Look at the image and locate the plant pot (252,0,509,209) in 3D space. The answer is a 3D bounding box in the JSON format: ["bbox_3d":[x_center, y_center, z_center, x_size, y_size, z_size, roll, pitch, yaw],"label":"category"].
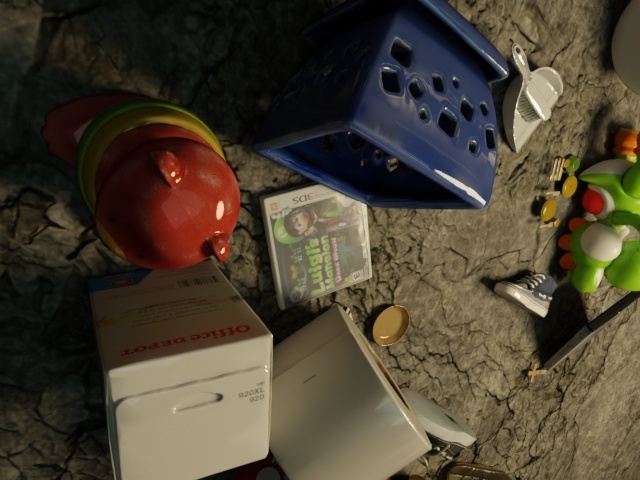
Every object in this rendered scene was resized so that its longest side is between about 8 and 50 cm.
[{"bbox_3d":[0.083,-0.176,0.612,0.236,0.236,0.212,21,83,-33],"label":"plant pot"}]

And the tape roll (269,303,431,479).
[{"bbox_3d":[0.026,0.240,0.708,0.169,0.246,0.246,-33,122,0],"label":"tape roll"}]

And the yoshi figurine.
[{"bbox_3d":[0.667,-0.045,1.014,0.204,0.203,0.362,4,110,-37],"label":"yoshi figurine"}]

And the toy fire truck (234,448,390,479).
[{"bbox_3d":[0.012,0.449,0.780,0.254,0.302,0.169,-18,137,-18],"label":"toy fire truck"}]

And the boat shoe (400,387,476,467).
[{"bbox_3d":[0.216,0.390,0.977,0.105,0.113,0.306,-49,139,3],"label":"boat shoe"}]

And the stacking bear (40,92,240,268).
[{"bbox_3d":[-0.168,-0.060,0.483,0.164,0.289,0.175,-29,120,-17],"label":"stacking bear"}]

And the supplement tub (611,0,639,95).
[{"bbox_3d":[0.750,-0.391,0.902,0.316,0.228,0.228,-14,115,-23],"label":"supplement tub"}]

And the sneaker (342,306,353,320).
[{"bbox_3d":[0.015,0.134,0.819,0.083,0.032,0.037,-9,92,-26],"label":"sneaker"}]

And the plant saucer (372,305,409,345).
[{"bbox_3d":[0.129,0.157,0.895,0.083,0.015,0.083,-10,112,-25],"label":"plant saucer"}]

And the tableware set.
[{"bbox_3d":[0.493,-0.101,0.996,0.104,0.024,0.154,-6,110,-31],"label":"tableware set"}]

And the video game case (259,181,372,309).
[{"bbox_3d":[0.000,0.000,0.760,0.173,0.022,0.190,-17,116,-22],"label":"video game case"}]

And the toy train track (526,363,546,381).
[{"bbox_3d":[0.532,0.325,1.184,0.083,0.014,0.048,9,97,-37],"label":"toy train track"}]

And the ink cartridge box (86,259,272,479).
[{"bbox_3d":[-0.180,0.151,0.590,0.171,0.233,0.168,-7,112,-26],"label":"ink cartridge box"}]

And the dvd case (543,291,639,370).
[{"bbox_3d":[0.636,0.211,1.119,0.180,0.022,0.253,-28,150,-17],"label":"dvd case"}]

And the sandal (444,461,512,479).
[{"bbox_3d":[0.388,0.592,1.184,0.219,0.060,0.090,23,91,-19],"label":"sandal"}]

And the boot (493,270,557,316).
[{"bbox_3d":[0.440,0.098,1.021,0.190,0.069,0.086,27,87,-42],"label":"boot"}]

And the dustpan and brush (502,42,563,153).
[{"bbox_3d":[0.362,-0.264,0.836,0.211,0.060,0.147,38,88,-34],"label":"dustpan and brush"}]

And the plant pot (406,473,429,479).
[{"bbox_3d":[0.197,0.646,0.997,0.239,0.254,0.254,-47,125,-25],"label":"plant pot"}]
